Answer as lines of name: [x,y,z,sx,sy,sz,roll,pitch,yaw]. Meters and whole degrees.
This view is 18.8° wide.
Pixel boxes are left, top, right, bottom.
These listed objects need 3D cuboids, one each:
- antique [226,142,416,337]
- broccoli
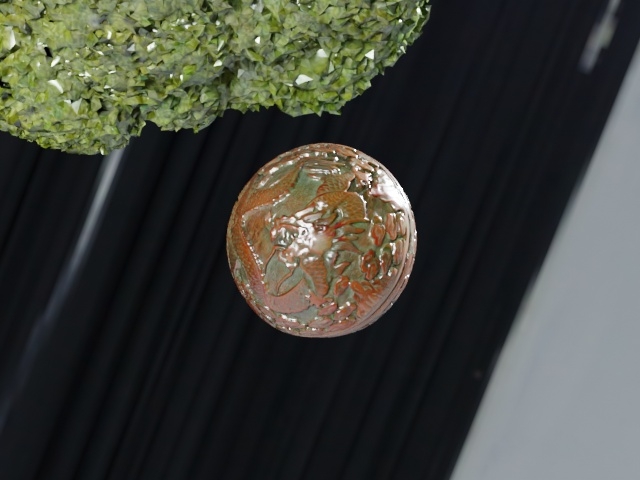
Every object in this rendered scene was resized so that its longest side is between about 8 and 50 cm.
antique: [0.000,0.000,0.983,0.104,0.104,0.104,21,4,-1]
broccoli: [-0.031,-0.081,0.389,0.130,0.131,0.120,52,8,4]
